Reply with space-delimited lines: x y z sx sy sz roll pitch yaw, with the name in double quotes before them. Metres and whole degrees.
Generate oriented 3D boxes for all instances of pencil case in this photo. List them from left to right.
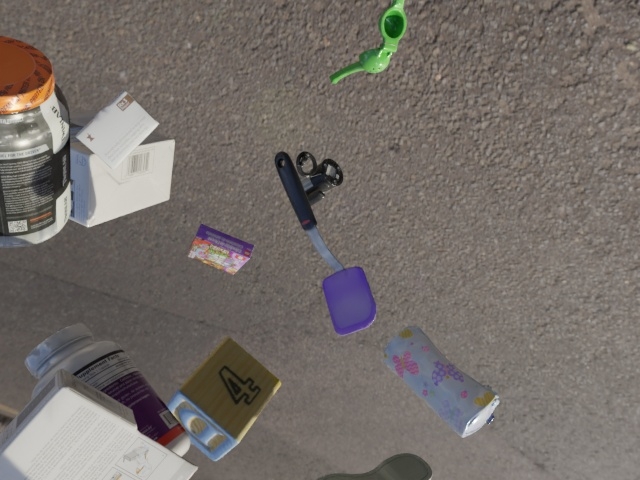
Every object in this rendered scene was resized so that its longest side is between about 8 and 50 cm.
"pencil case" 0.270 0.317 1.181 0.113 0.273 0.124 11 113 -51

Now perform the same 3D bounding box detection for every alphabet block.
"alphabet block" -0.252 0.402 1.310 0.193 0.197 0.192 41 134 0

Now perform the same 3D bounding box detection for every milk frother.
"milk frother" -0.037 -0.179 1.452 0.134 0.129 0.143 -26 111 41

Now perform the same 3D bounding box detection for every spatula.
"spatula" 0.000 0.000 0.783 0.084 0.030 0.296 -24 94 31

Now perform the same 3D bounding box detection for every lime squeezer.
"lime squeezer" 0.109 -0.374 0.918 0.059 0.110 0.310 11 141 -21

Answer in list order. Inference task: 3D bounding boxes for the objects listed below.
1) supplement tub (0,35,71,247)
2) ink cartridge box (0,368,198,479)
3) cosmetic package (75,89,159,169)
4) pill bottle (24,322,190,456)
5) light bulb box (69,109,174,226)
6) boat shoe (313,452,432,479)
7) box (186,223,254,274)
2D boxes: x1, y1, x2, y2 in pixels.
"supplement tub" -0.548 -0.161 0.894 0.207 0.207 0.338 19 136 -9
"ink cartridge box" -0.381 0.382 0.765 0.261 0.296 0.066 46 170 -28
"cosmetic package" -0.374 -0.203 0.961 0.085 0.117 0.231 46 174 -23
"pill bottle" -0.408 0.321 0.972 0.323 0.181 0.181 48 138 9
"light bulb box" -0.715 -0.241 1.598 0.361 0.358 0.225 22 115 17
"boat shoe" 0.083 0.487 0.952 0.302 0.114 0.091 0 110 -29
"box" -0.376 0.039 1.893 0.201 0.057 0.293 23 158 -14
